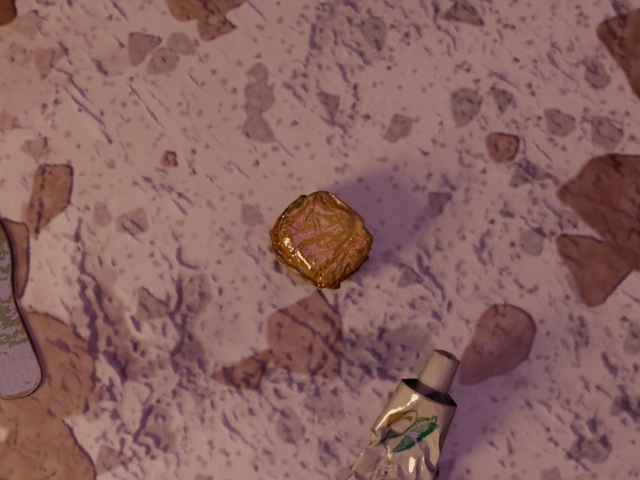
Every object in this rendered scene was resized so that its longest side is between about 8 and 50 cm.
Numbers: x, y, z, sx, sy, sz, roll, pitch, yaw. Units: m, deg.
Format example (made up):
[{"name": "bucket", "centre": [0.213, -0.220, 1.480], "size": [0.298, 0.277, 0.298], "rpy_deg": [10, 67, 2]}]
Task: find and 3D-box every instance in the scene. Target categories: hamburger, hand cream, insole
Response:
[{"name": "hamburger", "centre": [0.000, 0.000, 1.551], "size": [0.076, 0.044, 0.083], "rpy_deg": [-41, 83, -13]}, {"name": "hand cream", "centre": [0.054, 0.209, 1.500], "size": [0.084, 0.050, 0.257], "rpy_deg": [21, 82, 4]}, {"name": "insole", "centre": [-0.282, 0.046, 1.546], "size": [0.064, 0.004, 0.188], "rpy_deg": [-19, 77, -6]}]
